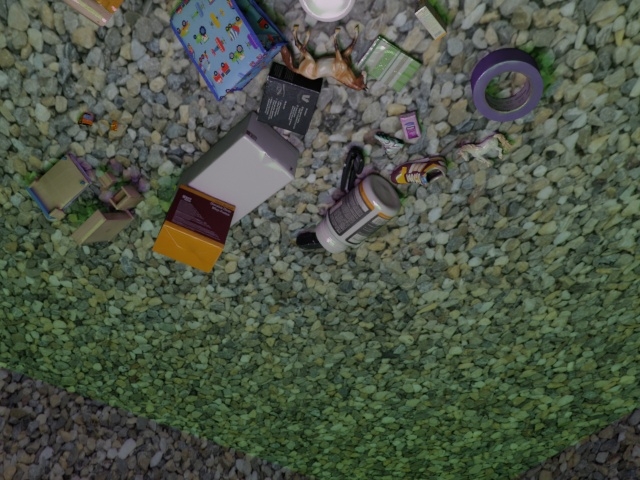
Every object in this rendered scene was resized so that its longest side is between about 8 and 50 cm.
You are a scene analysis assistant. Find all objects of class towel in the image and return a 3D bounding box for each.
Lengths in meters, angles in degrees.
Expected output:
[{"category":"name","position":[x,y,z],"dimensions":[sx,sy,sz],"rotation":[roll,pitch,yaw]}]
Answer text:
[{"category":"towel","position":[0.194,-0.501,1.736],"dimensions":[0.152,0.023,0.113],"rotation":[26,132,-19]}]

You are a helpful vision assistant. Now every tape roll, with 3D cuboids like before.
[{"category":"tape roll","position":[0.521,-0.435,1.712],"dimensions":[0.188,0.080,0.189],"rotation":[3,132,3]}]

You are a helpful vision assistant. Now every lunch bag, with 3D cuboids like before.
[{"category":"lunch bag","position":[-0.272,-0.570,1.642],"dimensions":[0.221,0.138,0.293],"rotation":[-33,98,37]}]

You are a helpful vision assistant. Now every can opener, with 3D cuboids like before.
[{"category":"can opener","position":[0.095,-0.223,1.974],"dimensions":[0.059,0.073,0.186],"rotation":[8,142,-11]}]

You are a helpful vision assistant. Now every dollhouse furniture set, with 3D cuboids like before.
[{"category":"dollhouse furniture set","position":[-0.800,-0.178,2.124],"dimensions":[0.286,0.198,0.303],"rotation":[-40,87,11]}]

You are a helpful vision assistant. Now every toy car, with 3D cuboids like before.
[{"category":"toy car","position":[-0.715,-0.380,1.960],"dimensions":[0.122,0.060,0.041],"rotation":[8,90,-22]}]

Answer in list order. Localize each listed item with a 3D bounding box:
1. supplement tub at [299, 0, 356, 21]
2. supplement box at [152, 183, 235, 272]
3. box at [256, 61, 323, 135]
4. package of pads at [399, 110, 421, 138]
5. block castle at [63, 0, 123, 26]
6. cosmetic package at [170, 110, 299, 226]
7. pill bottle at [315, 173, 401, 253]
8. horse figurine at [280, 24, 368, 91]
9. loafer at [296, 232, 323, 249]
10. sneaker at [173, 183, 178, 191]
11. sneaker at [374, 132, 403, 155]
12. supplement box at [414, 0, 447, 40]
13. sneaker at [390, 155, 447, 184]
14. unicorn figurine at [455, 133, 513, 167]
[{"category":"supplement tub","position":[0.024,-0.644,1.503],"dimensions":[0.144,0.200,0.144],"rotation":[4,133,4]},{"category":"supplement box","position":[-0.391,-0.038,1.900],"dimensions":[0.191,0.194,0.129],"rotation":[23,133,-15]},{"category":"box","position":[-0.091,-0.415,1.797],"dimensions":[0.158,0.093,0.156],"rotation":[17,132,-7]},{"category":"package of pads","position":[0.273,-0.350,1.852],"dimensions":[0.050,0.032,0.083],"rotation":[-9,130,19]},{"category":"block castle","position":[-0.456,-0.718,1.331],"dimensions":[0.212,0.453,0.303],"rotation":[34,129,-32]},{"category":"cosmetic package","position":[-0.276,-0.208,1.970],"dimensions":[0.385,0.156,0.217],"rotation":[-32,121,29]},{"category":"pill bottle","position":[0.120,-0.081,2.028],"dimensions":[0.162,0.162,0.278],"rotation":[35,127,-22]},{"category":"horse figurine","position":[0.007,-0.512,1.717],"dimensions":[0.263,0.066,0.175],"rotation":[2,127,4]},{"category":"loafer","position":[0.000,0.000,2.195],"dimensions":[0.170,0.062,0.061],"rotation":[-4,154,14]},{"category":"sneaker","position":[-0.467,-0.104,2.127],"dimensions":[0.081,0.094,0.209],"rotation":[-1,131,10]},{"category":"sneaker","position":[0.204,-0.293,1.907],"dimensions":[0.098,0.038,0.069],"rotation":[20,131,-10]},{"category":"supplement box","position":[0.291,-0.586,1.615],"dimensions":[0.036,0.062,0.098],"rotation":[-31,121,32]},{"category":"sneaker","position":[0.310,-0.210,1.938],"dimensions":[0.185,0.084,0.070],"rotation":[-18,127,22]},{"category":"unicorn figurine","position":[0.501,-0.275,1.881],"dimensions":[0.162,0.060,0.111],"rotation":[-41,117,17]}]
